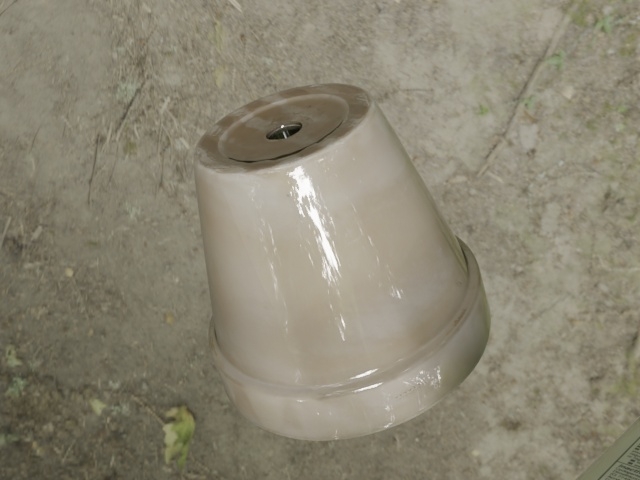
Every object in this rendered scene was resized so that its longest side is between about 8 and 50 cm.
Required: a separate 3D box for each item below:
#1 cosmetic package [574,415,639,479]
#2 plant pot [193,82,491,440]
[{"bbox_3d":[0.289,0.218,0.577,0.296,0.153,0.129,-17,113,-45],"label":"cosmetic package"},{"bbox_3d":[0.000,0.000,0.839,0.323,0.323,0.280,-22,122,-4],"label":"plant pot"}]
